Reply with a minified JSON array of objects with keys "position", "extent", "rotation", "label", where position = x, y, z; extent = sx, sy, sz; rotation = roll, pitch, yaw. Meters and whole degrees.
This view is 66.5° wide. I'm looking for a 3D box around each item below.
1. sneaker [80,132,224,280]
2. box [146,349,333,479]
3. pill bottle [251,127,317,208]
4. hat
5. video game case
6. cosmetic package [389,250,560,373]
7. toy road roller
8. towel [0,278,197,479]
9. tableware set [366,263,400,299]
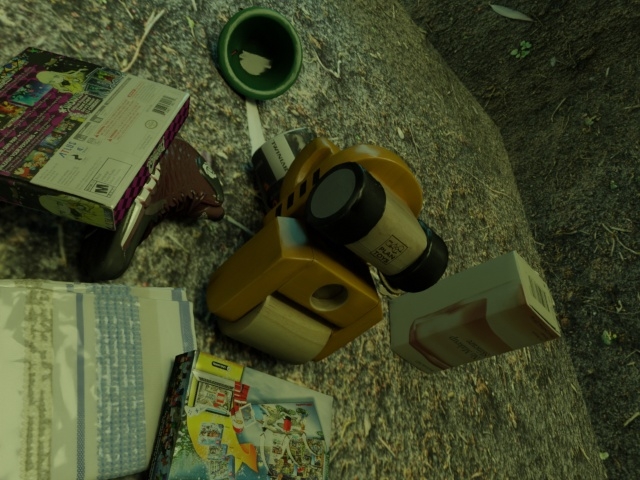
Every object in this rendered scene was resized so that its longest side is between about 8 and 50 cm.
[{"position":[-0.198,-0.045,0.653],"extent":[0.163,0.107,0.281],"rotation":[38,39,-36],"label":"sneaker"},{"position":[-0.082,0.243,0.585],"extent":[0.233,0.044,0.159],"rotation":[32,50,-36],"label":"box"},{"position":[-0.018,-0.068,0.884],"extent":[0.130,0.131,0.245],"rotation":[-18,80,-56],"label":"pill bottle"},{"position":[-0.145,-0.393,1.053],"extent":[0.173,0.184,0.208],"rotation":[36,82,-23],"label":"hat"},{"position":[-0.287,-0.127,0.553],"extent":[0.211,0.041,0.232],"rotation":[15,45,-5],"label":"video game case"},{"position":[0.303,0.158,1.000],"extent":[0.153,0.296,0.129],"rotation":[36,42,-32],"label":"cosmetic package"},{"position":[0.000,0.000,0.719],"extent":[0.203,0.330,0.240],"rotation":[35,24,-35],"label":"toy road roller"},{"position":[-0.250,0.142,0.508],"extent":[0.285,0.034,0.209],"rotation":[11,60,-47],"label":"towel"},{"position":[0.135,0.048,1.087],"extent":[0.194,0.039,0.128],"rotation":[37,40,-32],"label":"tableware set"}]
